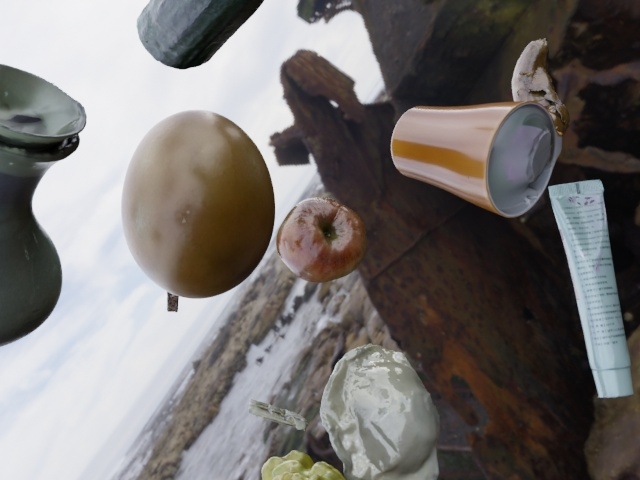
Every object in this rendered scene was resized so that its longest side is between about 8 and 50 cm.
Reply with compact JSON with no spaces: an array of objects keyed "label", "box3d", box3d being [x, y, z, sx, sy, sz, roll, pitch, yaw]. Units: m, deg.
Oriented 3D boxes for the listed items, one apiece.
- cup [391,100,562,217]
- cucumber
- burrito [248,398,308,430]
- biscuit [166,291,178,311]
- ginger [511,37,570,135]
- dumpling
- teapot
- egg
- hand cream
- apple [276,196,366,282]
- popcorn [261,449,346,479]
[{"label":"cup","box3d":[0.270,-0.157,1.034,0.226,0.182,0.264,-21,27,-32]},{"label":"cucumber","box3d":[-0.132,-0.288,0.734,0.244,0.115,0.063,-26,58,52]},{"label":"burrito","box3d":[-0.122,0.502,1.750,0.045,0.185,0.041,-90,21,-62]},{"label":"biscuit","box3d":[-0.407,0.136,1.678,0.199,0.034,0.064,112,159,-58]},{"label":"ginger","box3d":[0.513,-0.331,1.428,0.107,0.133,0.309,-13,50,19]},{"label":"dumpling","box3d":[0.093,0.290,0.984,0.147,0.193,0.258,116,150,-57]},{"label":"teapot","box3d":[-0.307,-0.025,0.550,0.251,0.183,0.183,-55,4,27]},{"label":"egg","box3d":[-0.225,-0.068,1.131,0.282,0.282,0.351,139,126,-75]},{"label":"hand cream","box3d":[0.421,0.070,0.928,0.058,0.085,0.331,59,-156,-82]},{"label":"apple","box3d":[0.001,0.003,0.861,0.126,0.126,0.102,-58,0,-27]},{"label":"popcorn","box3d":[-0.012,0.437,0.895,0.181,0.235,0.217,-37,-37,-11]}]
